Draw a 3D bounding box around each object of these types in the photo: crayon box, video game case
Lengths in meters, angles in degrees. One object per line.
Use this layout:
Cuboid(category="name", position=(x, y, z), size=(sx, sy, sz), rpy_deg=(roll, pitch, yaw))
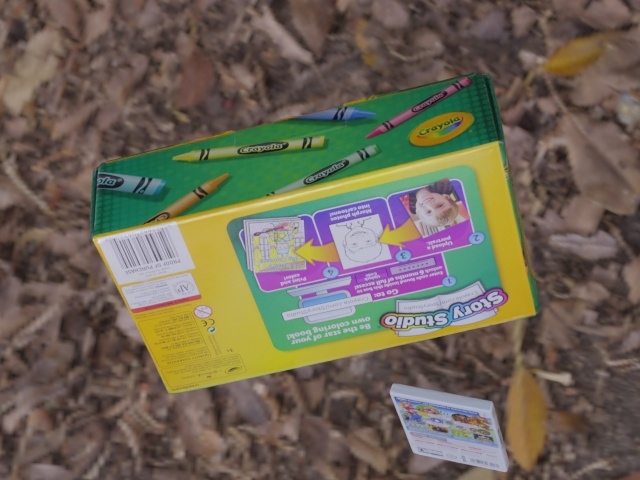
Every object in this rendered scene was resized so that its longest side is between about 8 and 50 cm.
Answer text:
Cuboid(category="crayon box", position=(0.000, 0.000, 1.023), size=(0.278, 0.165, 0.081), rpy_deg=(-13, 43, 7))
Cuboid(category="video game case", position=(0.111, 0.160, 1.257), size=(0.087, 0.122, 0.011), rpy_deg=(9, 61, 20))
